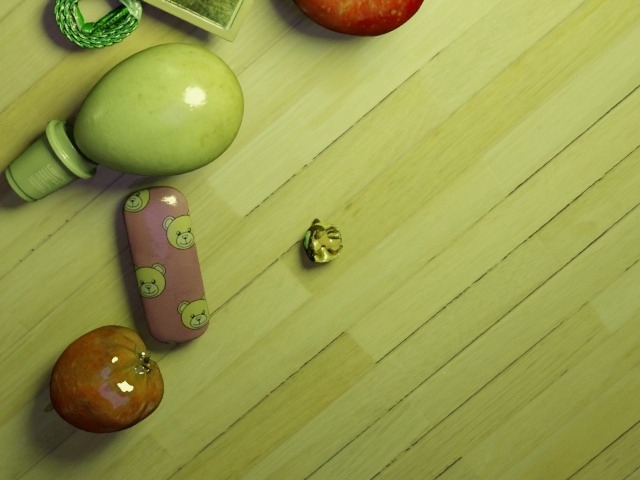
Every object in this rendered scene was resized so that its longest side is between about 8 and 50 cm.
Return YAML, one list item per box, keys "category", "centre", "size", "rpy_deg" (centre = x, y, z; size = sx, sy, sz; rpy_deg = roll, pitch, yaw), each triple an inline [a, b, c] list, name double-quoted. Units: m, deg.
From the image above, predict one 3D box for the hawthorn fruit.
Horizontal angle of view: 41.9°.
- category: "hawthorn fruit"
  centre: [-0.425, 0.279, 1.585]
  size: [0.251, 0.199, 0.199]
  rpy_deg: [-28, 113, 19]

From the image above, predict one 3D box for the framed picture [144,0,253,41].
- category: "framed picture"
  centre: [-0.179, -0.506, 1.336]
  size: [0.240, 0.020, 0.324]
  rpy_deg: [23, 117, -19]

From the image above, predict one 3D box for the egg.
- category: "egg"
  centre: [-0.276, -0.215, 1.421]
  size: [0.295, 0.218, 0.219]
  rpy_deg: [-17, 111, -4]

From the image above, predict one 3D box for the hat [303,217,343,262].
- category: "hat"
  centre: [-0.001, 0.000, 1.642]
  size: [0.076, 0.059, 0.077]
  rpy_deg: [-18, 118, -23]

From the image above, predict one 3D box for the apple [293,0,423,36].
- category: "apple"
  centre: [0.063, -0.478, 1.407]
  size: [0.260, 0.216, 0.261]
  rpy_deg: [-3, 109, -10]

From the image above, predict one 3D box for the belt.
- category: "belt"
  centre: [-0.372, -0.391, 1.414]
  size: [0.151, 0.079, 0.121]
  rpy_deg: [-18, 111, -7]

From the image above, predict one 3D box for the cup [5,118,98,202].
- category: "cup"
  centre: [-0.472, -0.133, 1.467]
  size: [0.141, 0.120, 0.120]
  rpy_deg: [-35, 112, 11]

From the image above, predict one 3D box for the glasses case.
- category: "glasses case"
  centre: [-0.291, 0.050, 1.584]
  size: [0.123, 0.076, 0.317]
  rpy_deg: [-12, 111, -8]
